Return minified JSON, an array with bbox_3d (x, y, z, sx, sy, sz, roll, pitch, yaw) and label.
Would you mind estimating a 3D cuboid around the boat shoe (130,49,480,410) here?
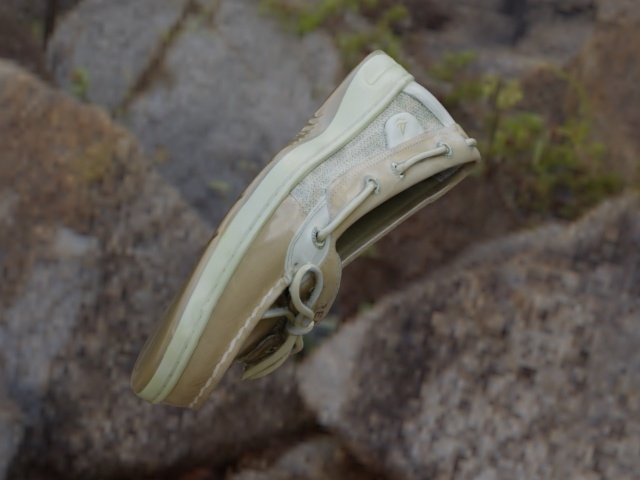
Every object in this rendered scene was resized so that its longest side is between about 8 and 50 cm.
[{"bbox_3d":[-0.001,0.001,0.554,0.048,0.056,0.153,37,41,1],"label":"boat shoe"}]
